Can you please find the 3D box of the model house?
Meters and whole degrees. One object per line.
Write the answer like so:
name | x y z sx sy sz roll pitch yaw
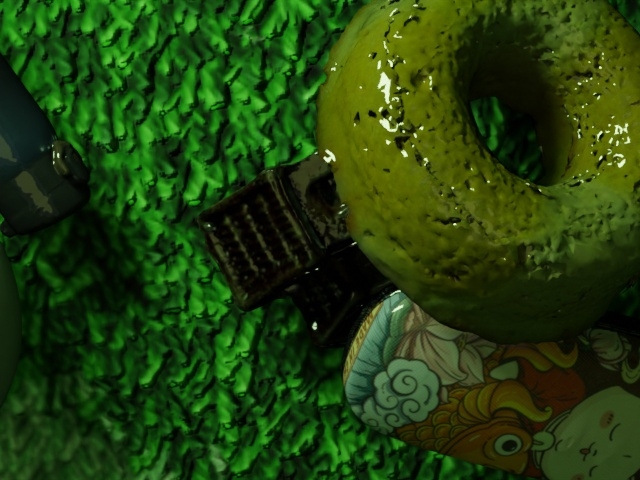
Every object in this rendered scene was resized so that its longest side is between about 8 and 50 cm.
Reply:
model house | 0.004 0.006 1.356 0.152 0.106 0.165 -27 97 4

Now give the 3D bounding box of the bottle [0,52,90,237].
bottle | -0.252 -0.114 1.346 0.082 0.072 0.244 -29 102 25

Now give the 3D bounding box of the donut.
donut | 0.133 -0.071 1.280 0.272 0.107 0.272 9 69 -23

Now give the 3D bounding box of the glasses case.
glasses case | 0.171 0.107 1.367 0.321 0.082 0.122 14 117 -17

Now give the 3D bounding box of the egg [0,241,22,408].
egg | -0.303 0.033 1.328 0.176 0.176 0.232 -20 101 5
